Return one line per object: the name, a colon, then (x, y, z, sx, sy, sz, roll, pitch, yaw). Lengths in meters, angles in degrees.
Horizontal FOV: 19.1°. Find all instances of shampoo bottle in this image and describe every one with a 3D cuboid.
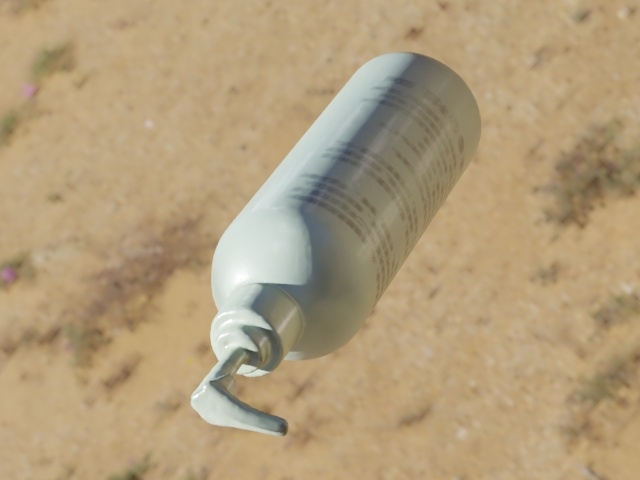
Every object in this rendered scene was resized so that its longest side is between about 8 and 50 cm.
shampoo bottle: (0.000, 0.000, 0.625, 0.056, 0.056, 0.195, -28, 14, 34)
